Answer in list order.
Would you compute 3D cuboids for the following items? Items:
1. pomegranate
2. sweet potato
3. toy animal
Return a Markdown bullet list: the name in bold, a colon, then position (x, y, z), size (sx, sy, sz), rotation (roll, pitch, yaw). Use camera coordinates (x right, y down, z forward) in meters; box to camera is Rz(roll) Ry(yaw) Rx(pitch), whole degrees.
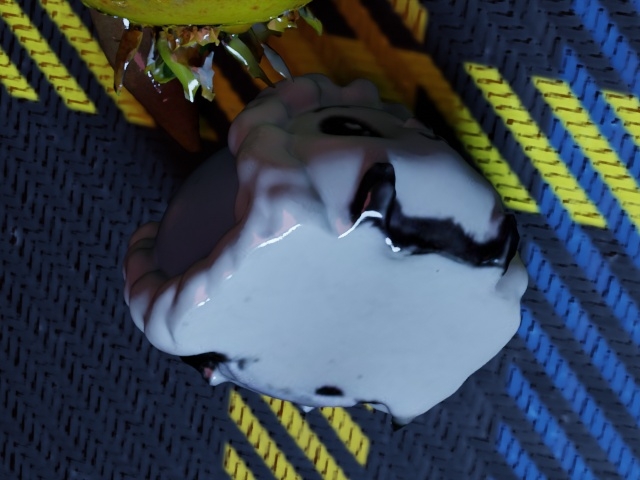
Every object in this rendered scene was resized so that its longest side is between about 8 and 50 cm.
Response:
- **pomegranate**: position (-0.066, -0.197, 0.950), size (0.210, 0.210, 0.235), rotation (3, 109, 19)
- **sweet potato**: position (-0.120, -0.150, 1.066), size (0.218, 0.051, 0.065), rotation (63, 158, -10)
- **toy animal**: position (0.000, 0.000, 1.024), size (0.208, 0.156, 0.204), rotation (18, 124, -38)
